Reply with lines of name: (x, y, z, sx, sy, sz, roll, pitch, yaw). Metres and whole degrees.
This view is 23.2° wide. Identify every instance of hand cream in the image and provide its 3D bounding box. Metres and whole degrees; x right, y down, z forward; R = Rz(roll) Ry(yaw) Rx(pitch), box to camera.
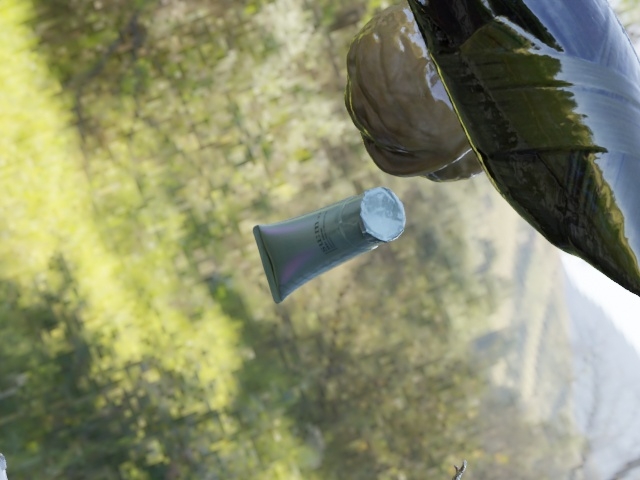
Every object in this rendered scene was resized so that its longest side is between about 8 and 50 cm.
hand cream: (0.000, 0.000, 1.403, 0.205, 0.050, 0.078, -24, -96, 54)

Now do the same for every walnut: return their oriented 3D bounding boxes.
walnut: (0.174, -0.223, 2.354, 0.296, 0.285, 0.285, 36, 23, -44)

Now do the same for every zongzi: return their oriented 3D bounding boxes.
zongzi: (0.149, -0.111, 1.064, 0.286, 0.138, 0.300, 60, 11, -20)

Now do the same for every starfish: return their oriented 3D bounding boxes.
starfish: (0.124, 0.258, 1.528, 0.086, 0.016, 0.092, 98, 9, -53)

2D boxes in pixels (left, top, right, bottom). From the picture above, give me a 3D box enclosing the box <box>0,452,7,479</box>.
box: (-0.484, 0.361, 1.971, 0.274, 0.091, 0.220, 5, -72, 47)
